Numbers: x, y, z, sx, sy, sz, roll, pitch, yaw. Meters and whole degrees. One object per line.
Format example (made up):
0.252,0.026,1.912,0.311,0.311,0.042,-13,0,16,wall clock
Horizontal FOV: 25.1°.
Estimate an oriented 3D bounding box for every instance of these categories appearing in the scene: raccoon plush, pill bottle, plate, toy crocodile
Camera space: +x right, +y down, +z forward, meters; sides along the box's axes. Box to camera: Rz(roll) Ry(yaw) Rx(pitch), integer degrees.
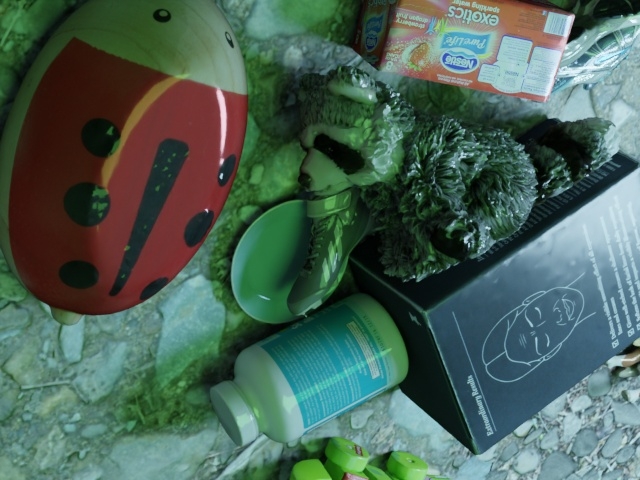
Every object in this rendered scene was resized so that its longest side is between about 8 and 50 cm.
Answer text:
0.161,-0.150,1.914,0.446,0.216,0.299,-34,100,-37,raccoon plush
-0.019,0.188,2.014,0.264,0.146,0.146,-26,124,-20,pill bottle
-0.046,0.026,1.998,0.188,0.024,0.188,-14,120,-26,plate
0.084,0.386,2.202,0.341,0.105,0.115,18,102,-37,toy crocodile

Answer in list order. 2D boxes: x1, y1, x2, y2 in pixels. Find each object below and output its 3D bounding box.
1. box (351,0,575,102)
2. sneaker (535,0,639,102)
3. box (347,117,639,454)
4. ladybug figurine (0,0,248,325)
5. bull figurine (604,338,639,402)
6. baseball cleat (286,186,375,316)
0.187,-0.277,1.904,0.257,0.122,0.128,8,109,-21,box
0.400,-0.293,2.092,0.283,0.110,0.122,-24,135,-13,sneaker
0.285,0.063,2.106,0.395,0.212,0.293,-33,127,-16,box
-0.226,-0.092,1.736,0.305,0.162,0.449,9,107,-36,ladybug figurine
0.553,0.120,2.377,0.188,0.101,0.310,-24,121,-16,bull figurine
0.000,0.000,1.965,0.109,0.072,0.206,40,81,-27,baseball cleat
